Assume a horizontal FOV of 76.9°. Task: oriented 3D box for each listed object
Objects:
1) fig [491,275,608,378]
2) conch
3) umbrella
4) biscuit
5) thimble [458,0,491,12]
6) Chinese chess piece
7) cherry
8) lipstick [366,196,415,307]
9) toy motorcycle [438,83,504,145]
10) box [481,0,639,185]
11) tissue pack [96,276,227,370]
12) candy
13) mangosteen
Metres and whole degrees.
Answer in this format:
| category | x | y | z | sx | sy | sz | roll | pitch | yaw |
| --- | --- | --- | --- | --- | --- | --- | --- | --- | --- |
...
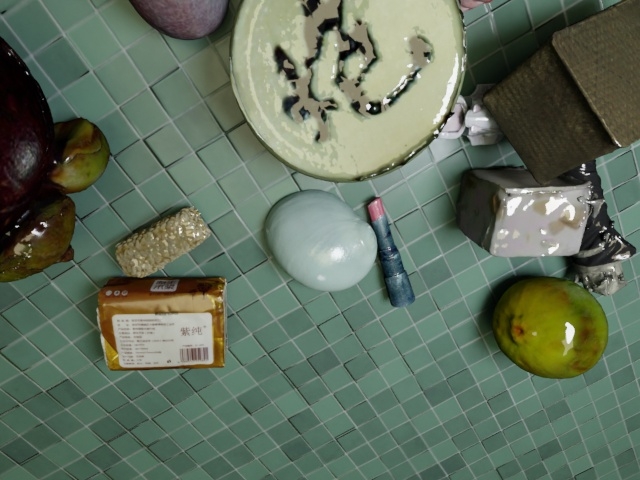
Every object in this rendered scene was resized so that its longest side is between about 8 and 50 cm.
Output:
| category | x | y | z | sx | sy | sz | roll | pitch | yaw |
| --- | --- | --- | --- | --- | --- | --- | --- | --- | --- |
| fig | 0.488 | 0.181 | 0.835 | 0.229 | 0.207 | 0.207 | 13 | 109 | -11 |
| conch | 0.003 | 0.000 | 0.758 | 0.220 | 0.121 | 0.185 | 16 | 79 | -9 |
| umbrella | 0.539 | -0.055 | 0.798 | 0.106 | 0.113 | 0.358 | -25 | 110 | 1 |
| biscuit | -0.287 | 0.006 | 0.737 | 0.168 | 0.070 | 0.082 | -27 | 104 | 5 |
| thimble | 0.261 | -0.424 | 0.588 | 0.189 | 0.163 | 0.125 | -22 | 111 | 1 |
| Chinese chess piece | 0.038 | -0.260 | 0.604 | 0.349 | 0.146 | 0.350 | 1 | 109 | 3 |
| cherry | -0.203 | -0.364 | 0.549 | 0.139 | 0.176 | 0.176 | -10 | 113 | 16 |
| lipstick | 0.138 | 0.024 | 0.808 | 0.053 | 0.053 | 0.234 | -19 | 111 | 0 |
| toy motorcycle | 0.304 | -0.217 | 0.704 | 0.254 | 0.112 | 0.113 | -4 | 112 | -5 |
| box | 0.421 | -0.231 | 0.619 | 0.273 | 0.143 | 0.184 | -31 | 86 | -22 |
| tissue pack | -0.297 | 0.163 | 0.783 | 0.225 | 0.092 | 0.184 | 2 | 111 | -7 |
| candy | 0.365 | -0.056 | 0.733 | 0.184 | 0.195 | 0.137 | -3 | 110 | -2 |
| mangosteen | -0.507 | -0.112 | 0.507 | 0.421 | 0.381 | 0.381 | 26 | 106 | -30 |
